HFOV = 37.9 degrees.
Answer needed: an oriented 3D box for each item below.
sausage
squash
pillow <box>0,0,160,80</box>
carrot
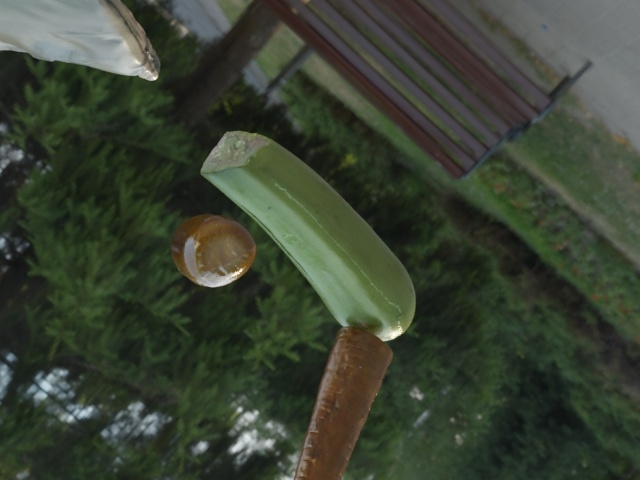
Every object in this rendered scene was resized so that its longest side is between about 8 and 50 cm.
[{"bbox_3d":[-0.158,0.012,1.337,0.105,0.105,0.274,42,173,-13],"label":"sausage"},{"bbox_3d":[0.000,0.000,0.846,0.250,0.083,0.083,46,180,-23],"label":"squash"},{"bbox_3d":[-0.319,-0.245,1.000,0.270,0.067,0.173,11,157,16],"label":"pillow"},{"bbox_3d":[0.006,0.182,0.801,0.057,0.224,0.057,16,149,10],"label":"carrot"}]
